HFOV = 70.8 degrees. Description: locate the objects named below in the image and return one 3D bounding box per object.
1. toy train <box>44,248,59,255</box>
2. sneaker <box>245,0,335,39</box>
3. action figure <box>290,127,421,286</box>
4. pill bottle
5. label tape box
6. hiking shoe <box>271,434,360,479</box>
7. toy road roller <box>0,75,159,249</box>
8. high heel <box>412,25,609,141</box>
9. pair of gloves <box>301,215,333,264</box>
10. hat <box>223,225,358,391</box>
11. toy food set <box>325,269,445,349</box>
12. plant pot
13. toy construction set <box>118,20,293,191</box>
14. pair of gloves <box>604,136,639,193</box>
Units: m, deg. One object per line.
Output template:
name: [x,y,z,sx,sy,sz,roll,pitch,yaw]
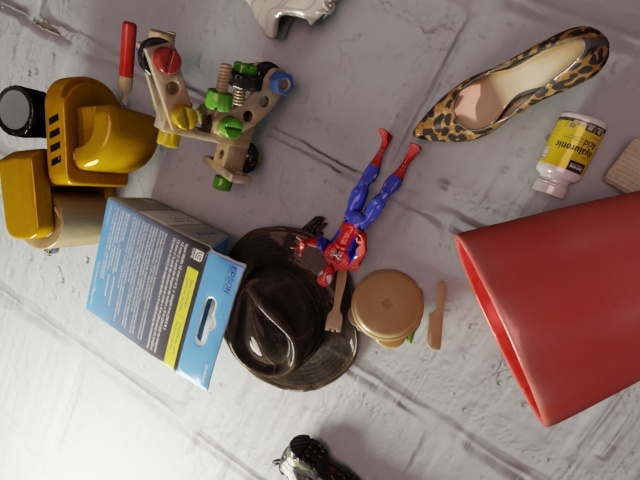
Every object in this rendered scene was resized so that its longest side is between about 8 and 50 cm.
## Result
toy train: [-0.622,-0.038,1.054,0.036,0.027,0.158,12,100,8]
sneaker: [0.007,-0.431,0.734,0.292,0.110,0.118,-15,99,30]
action figure: [0.054,-0.045,0.723,0.092,0.139,0.280,30,100,17]
pill bottle: [0.356,-0.121,0.654,0.065,0.065,0.116,25,105,16]
label tape box: [-0.284,0.086,0.874,0.348,0.115,0.249,23,104,23]
hiking shoe: [0.008,0.483,0.861,0.227,0.086,0.114,46,123,16]
toy road roller: [-0.455,-0.149,0.883,0.241,0.202,0.329,1,95,17]
high heel: [0.240,-0.207,0.621,0.261,0.186,0.093,-19,90,22]
pair of gloves: [0.000,0.000,0.832,0.083,0.010,0.074,49,112,11]
hat: [-0.093,0.144,0.817,0.332,0.134,0.331,4,101,23]
toy food set: [0.114,0.117,0.777,0.192,0.038,0.132,9,74,10]
plant pot: [0.345,0.070,0.590,0.243,0.275,0.274,-24,88,12]
toy construction set: [-0.223,-0.214,0.778,0.309,0.257,0.237,26,116,19]
pair of gloves: [0.493,-0.099,0.538,0.204,0.042,0.240,58,140,30]
